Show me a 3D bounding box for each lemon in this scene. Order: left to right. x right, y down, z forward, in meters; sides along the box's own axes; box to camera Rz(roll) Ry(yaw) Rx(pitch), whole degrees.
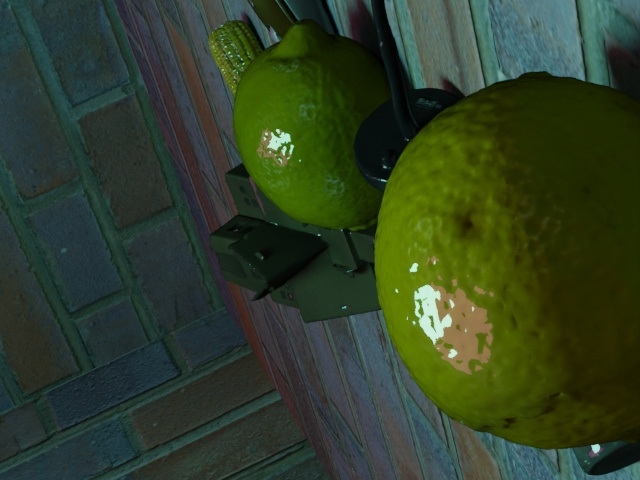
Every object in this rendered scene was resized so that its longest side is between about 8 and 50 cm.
[{"bbox_3d":[0.003,-0.107,1.656,0.184,0.184,0.248,49,161,59],"label":"lemon"},{"bbox_3d":[0.146,0.009,1.047,0.228,0.228,0.254,87,164,-65],"label":"lemon"}]

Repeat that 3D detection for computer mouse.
[{"bbox_3d":[-0.069,-0.328,1.809,0.310,0.071,0.158,66,172,-11],"label":"computer mouse"}]

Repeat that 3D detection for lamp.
[{"bbox_3d":[0.066,-0.219,1.360,0.130,0.108,0.371,10,128,30],"label":"lamp"}]

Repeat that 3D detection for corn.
[{"bbox_3d":[-0.089,-0.210,2.214,0.203,0.072,0.072,63,170,5],"label":"corn"}]

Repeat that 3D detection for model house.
[{"bbox_3d":[0.000,0.000,1.963,0.243,0.204,0.211,13,129,56],"label":"model house"}]

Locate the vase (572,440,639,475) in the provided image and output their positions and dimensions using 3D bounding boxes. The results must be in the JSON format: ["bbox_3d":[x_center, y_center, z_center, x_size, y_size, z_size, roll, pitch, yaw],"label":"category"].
[{"bbox_3d":[0.210,0.081,1.331,0.086,0.086,0.214,86,161,-65],"label":"vase"}]
